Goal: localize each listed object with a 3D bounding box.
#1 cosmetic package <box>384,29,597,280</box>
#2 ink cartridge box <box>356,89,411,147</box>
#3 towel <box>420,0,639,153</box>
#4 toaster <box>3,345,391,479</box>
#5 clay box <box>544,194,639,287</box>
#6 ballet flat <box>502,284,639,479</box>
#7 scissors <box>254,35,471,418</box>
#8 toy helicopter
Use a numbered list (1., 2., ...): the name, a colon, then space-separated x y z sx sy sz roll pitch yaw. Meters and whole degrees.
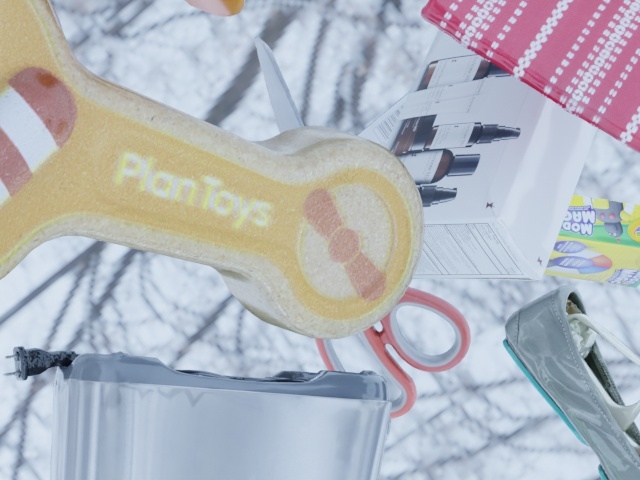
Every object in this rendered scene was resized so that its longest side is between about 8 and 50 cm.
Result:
1. cosmetic package: 0.109 -0.089 0.919 0.060 0.098 0.239 53 -130 -40
2. ink cartridge box: 0.041 -0.032 1.080 0.046 0.207 0.097 57 -164 24
3. towel: 0.214 -0.110 0.802 0.275 0.199 0.031 33 159 6
4. toaster: -0.071 0.140 0.919 0.129 0.227 0.147 163 112 -72
5. clay box: 0.272 -0.001 1.655 0.127 0.222 0.053 118 160 -70
6. ballet flat: 0.191 0.120 0.994 0.213 0.068 0.072 58 -165 19
7. scissors: 0.000 0.000 1.170 0.297 0.109 0.021 54 -165 -14
8. toy helicopter: -0.099 -0.053 0.552 0.355 0.235 0.140 18 178 -37
